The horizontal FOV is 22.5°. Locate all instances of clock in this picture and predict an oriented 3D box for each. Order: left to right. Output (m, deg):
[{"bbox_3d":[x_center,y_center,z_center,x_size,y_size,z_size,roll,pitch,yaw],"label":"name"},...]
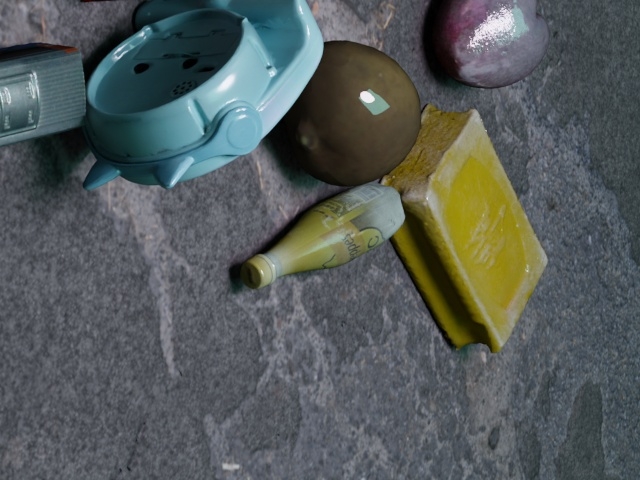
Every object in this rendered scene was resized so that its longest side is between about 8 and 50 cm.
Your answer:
[{"bbox_3d":[-0.138,-0.153,1.639,0.274,0.223,0.094,-59,136,-39],"label":"clock"}]

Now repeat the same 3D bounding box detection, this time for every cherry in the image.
[{"bbox_3d":[0.231,-0.286,2.207,0.176,0.140,0.176,-10,109,-29],"label":"cherry"}]

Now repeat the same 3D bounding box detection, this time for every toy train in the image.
[{"bbox_3d":[-0.379,-0.109,1.453,0.409,0.089,0.086,-21,115,-51],"label":"toy train"}]

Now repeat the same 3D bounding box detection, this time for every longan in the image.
[{"bbox_3d":[0.036,-0.155,1.937,0.189,0.189,0.189,-7,99,-53],"label":"longan"}]

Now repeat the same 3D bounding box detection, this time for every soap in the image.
[{"bbox_3d":[0.200,-0.014,2.231,0.199,0.091,0.315,-58,136,-33],"label":"soap"}]

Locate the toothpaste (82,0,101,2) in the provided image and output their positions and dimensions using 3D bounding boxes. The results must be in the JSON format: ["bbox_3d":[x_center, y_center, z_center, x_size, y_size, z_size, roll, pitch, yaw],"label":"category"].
[{"bbox_3d":[-0.137,-0.339,1.760,0.320,0.076,0.066,-35,120,-46],"label":"toothpaste"}]

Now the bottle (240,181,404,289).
[{"bbox_3d":[0.000,0.000,1.971,0.269,0.083,0.083,-29,116,-45],"label":"bottle"}]
